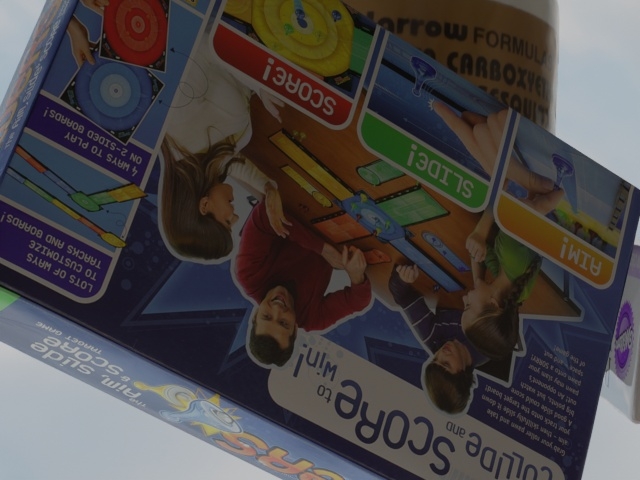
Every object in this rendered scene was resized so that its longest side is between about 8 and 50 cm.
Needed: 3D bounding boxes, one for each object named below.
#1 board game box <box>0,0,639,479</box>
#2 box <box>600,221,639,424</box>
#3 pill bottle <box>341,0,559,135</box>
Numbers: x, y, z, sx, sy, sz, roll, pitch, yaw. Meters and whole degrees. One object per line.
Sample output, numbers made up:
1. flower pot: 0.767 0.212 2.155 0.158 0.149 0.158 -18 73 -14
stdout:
1. board game box: 0.000 0.000 0.507 0.201 0.035 0.136 30 -119 -22
2. box: 0.134 0.026 0.741 0.063 0.067 0.324 4 -176 -2
3. pill bottle: 0.034 -0.064 0.721 0.131 0.131 0.229 7 -101 -18
